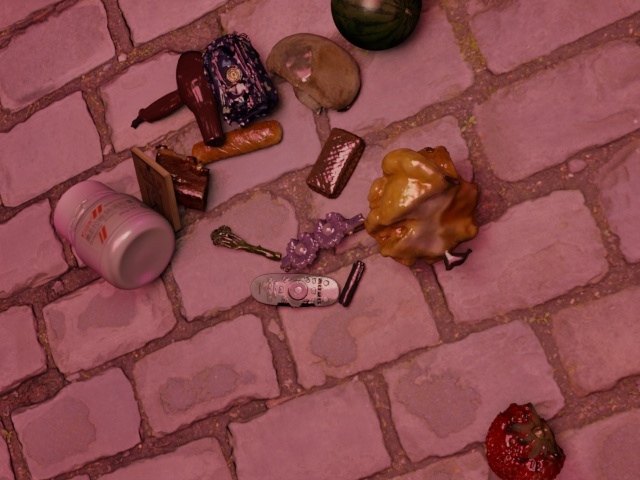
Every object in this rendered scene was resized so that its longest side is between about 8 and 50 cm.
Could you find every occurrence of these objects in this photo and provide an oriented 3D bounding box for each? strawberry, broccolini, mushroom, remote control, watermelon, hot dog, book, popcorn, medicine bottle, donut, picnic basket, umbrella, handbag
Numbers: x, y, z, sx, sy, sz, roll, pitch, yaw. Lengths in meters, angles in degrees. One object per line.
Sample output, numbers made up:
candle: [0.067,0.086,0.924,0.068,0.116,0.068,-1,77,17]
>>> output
strawberry: [0.471,0.502,1.649,0.186,0.184,0.201,31,133,-3]
broccolini: [-0.210,0.010,1.983,0.216,0.058,0.067,14,124,11]
mushroom: [-0.021,-0.478,1.902,0.267,0.164,0.189,45,100,17]
remote control: [-0.071,0.139,1.920,0.256,0.045,0.097,4,87,15]
watermelon: [0.147,-0.624,1.827,0.242,0.242,0.242,-2,84,18]
hot dog: [-0.247,-0.281,2.011,0.285,0.061,0.088,-19,90,16]
book: [-0.471,-0.143,1.987,0.161,0.231,0.026,37,58,25]
popcorn: [0.261,-0.086,1.738,0.297,0.281,0.316,9,111,-21]
medicine bottle: [-0.598,-0.023,2.000,0.302,0.241,0.241,32,94,28]
donut: [-0.405,-0.172,2.007,0.186,0.126,0.144,15,55,3]
picnic basket: [0.038,-0.215,1.915,0.110,0.055,0.193,29,95,18]
umbrella: [0.083,0.117,1.879,0.036,0.031,0.133,24,91,17]
handbag: [-0.235,-0.449,1.937,0.162,0.113,0.260,-24,88,28]

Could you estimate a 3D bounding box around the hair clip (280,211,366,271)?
hair clip: [0.000,0.000,1.901,0.292,0.084,0.106,-30,59,17]

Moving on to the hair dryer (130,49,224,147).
hair dryer: [-0.434,-0.369,2.054,0.340,0.123,0.313,-24,68,26]
